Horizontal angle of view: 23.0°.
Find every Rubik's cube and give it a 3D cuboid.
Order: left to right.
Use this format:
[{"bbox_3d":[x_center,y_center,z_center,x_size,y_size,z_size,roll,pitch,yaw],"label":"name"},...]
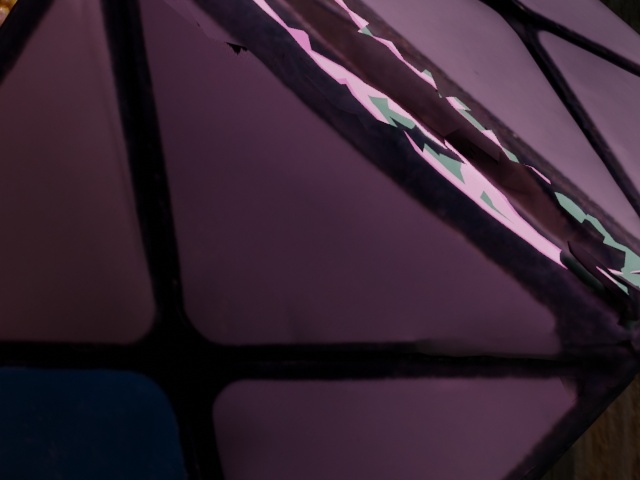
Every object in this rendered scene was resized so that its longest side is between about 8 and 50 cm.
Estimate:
[{"bbox_3d":[0.000,0.000,0.767,0.310,0.307,0.305,39,26,2],"label":"Rubik's cube"}]

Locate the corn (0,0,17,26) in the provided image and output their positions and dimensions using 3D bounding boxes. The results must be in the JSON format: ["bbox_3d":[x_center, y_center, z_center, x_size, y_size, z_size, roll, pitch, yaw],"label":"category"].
[{"bbox_3d":[-0.214,-0.154,0.959,0.244,0.093,0.093,21,33,-35],"label":"corn"}]
